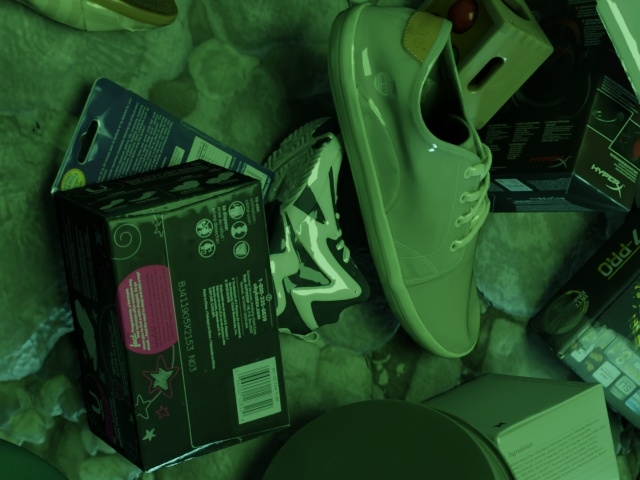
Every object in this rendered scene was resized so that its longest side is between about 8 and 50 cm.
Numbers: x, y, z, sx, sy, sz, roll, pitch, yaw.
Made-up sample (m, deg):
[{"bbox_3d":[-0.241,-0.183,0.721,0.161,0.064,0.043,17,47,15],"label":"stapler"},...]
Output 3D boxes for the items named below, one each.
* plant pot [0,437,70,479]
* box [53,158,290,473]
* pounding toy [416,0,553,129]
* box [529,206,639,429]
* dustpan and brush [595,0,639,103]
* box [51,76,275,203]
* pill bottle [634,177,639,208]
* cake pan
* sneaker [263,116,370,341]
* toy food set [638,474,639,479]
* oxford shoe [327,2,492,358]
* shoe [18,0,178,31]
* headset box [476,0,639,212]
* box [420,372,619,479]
[{"bbox_3d":[-0.292,0.290,1.354,0.272,0.255,0.271,0,90,-39],"label":"plant pot"},{"bbox_3d":[-0.139,0.065,1.520,0.163,0.142,0.247,-15,109,-27],"label":"box"},{"bbox_3d":[0.169,-0.265,1.792,0.094,0.181,0.206,21,33,-38],"label":"pounding toy"},{"bbox_3d":[0.495,0.110,2.018,0.318,0.097,0.395,-45,122,6],"label":"box"},{"bbox_3d":[0.379,-0.238,1.758,0.211,0.060,0.147,-34,105,-26],"label":"dustpan and brush"},{"bbox_3d":[-0.159,-0.055,1.600,0.225,0.036,0.136,30,71,-33],"label":"box"},{"bbox_3d":[0.534,-0.027,2.105,0.246,0.136,0.136,34,69,-34],"label":"pill bottle"},{"bbox_3d":[0.060,0.285,1.629,0.293,0.293,0.054,-60,155,-22],"label":"cake pan"},{"bbox_3d":[0.000,0.000,1.698,0.153,0.094,0.235,32,70,-36],"label":"sneaker"},{"bbox_3d":[0.423,0.368,2.034,0.232,0.104,0.111,-32,110,-35],"label":"toy food set"},{"bbox_3d":[0.123,-0.051,1.718,0.169,0.130,0.449,-67,147,-49],"label":"oxford shoe"},{"bbox_3d":[-0.233,-0.243,1.539,0.219,0.058,0.076,13,50,-43],"label":"shoe"},{"bbox_3d":[0.279,-0.185,1.845,0.110,0.218,0.293,29,72,-36],"label":"headset box"},{"bbox_3d":[0.204,0.234,1.806,0.182,0.181,0.119,-19,102,-38],"label":"box"}]
